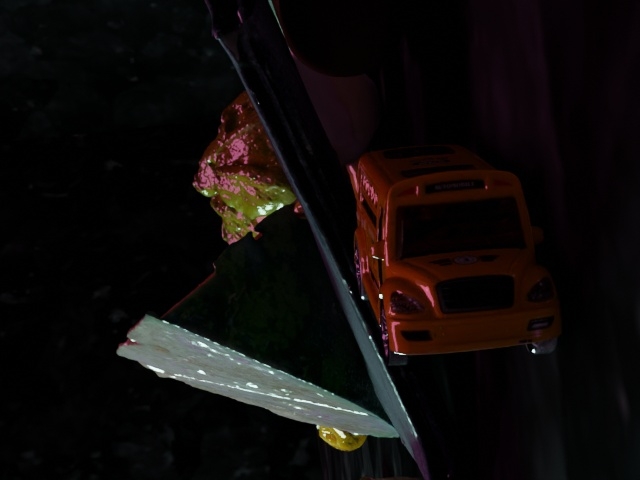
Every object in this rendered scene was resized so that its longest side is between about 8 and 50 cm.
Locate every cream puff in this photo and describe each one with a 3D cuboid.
[{"bbox_3d":[-0.045,-0.084,1.468,0.244,0.196,0.244,2,-92,-58],"label":"cream puff"}]

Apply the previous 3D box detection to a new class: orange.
[{"bbox_3d":[0.033,0.252,1.675,0.086,0.062,0.086,36,153,22],"label":"orange"}]

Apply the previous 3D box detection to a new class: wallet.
[{"bbox_3d":[0.010,-0.010,0.838,0.191,0.046,0.379,-114,0,-64],"label":"wallet"}]

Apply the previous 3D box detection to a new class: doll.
[{"bbox_3d":[-0.009,-0.197,1.032,0.160,0.094,0.365,-1,-95,-52],"label":"doll"}]

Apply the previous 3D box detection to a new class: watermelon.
[{"bbox_3d":[-0.021,0.045,1.106,0.292,0.319,0.222,-27,46,63],"label":"watermelon"}]

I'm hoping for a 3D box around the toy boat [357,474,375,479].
[{"bbox_3d":[0.062,0.334,1.461,0.149,0.047,0.049,-109,13,-70],"label":"toy boat"}]

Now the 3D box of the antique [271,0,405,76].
[{"bbox_3d":[0.008,-0.203,0.831,0.257,0.121,0.143,94,169,-79],"label":"antique"}]

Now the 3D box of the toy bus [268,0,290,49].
[{"bbox_3d":[-0.065,-0.372,1.819,0.091,0.109,0.262,-119,21,-65],"label":"toy bus"}]

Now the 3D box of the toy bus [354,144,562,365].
[{"bbox_3d":[0.062,0.000,0.621,0.194,0.083,0.088,-110,15,-78],"label":"toy bus"}]

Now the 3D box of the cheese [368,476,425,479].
[{"bbox_3d":[0.065,0.267,0.918,0.263,0.093,0.159,84,175,-71],"label":"cheese"}]

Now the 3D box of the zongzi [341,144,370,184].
[{"bbox_3d":[0.007,-0.144,1.255,0.187,0.084,0.184,-68,-26,-89],"label":"zongzi"}]
